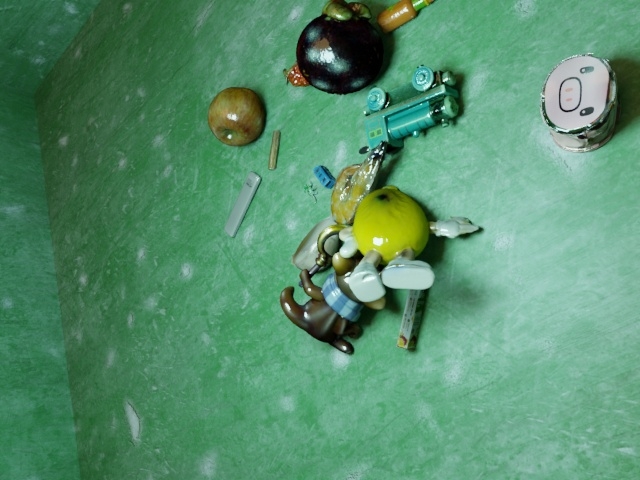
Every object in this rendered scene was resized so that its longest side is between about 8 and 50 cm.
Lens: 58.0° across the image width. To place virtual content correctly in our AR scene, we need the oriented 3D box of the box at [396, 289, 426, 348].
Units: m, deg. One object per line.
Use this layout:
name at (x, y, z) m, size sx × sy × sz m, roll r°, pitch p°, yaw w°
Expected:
box at (0.259, 0.202, 1.621) m, size 0.041 × 0.050 × 0.206 m, roll 13°, pitch 91°, yaw 40°

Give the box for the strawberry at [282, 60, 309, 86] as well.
strawberry at (-0.014, -0.607, 1.986) m, size 0.236 × 0.106 × 0.175 m, roll -28°, pitch 28°, yaw 33°

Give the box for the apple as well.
apple at (-0.311, -0.457, 2.139) m, size 0.211 × 0.211 × 0.187 m, roll -18°, pitch 44°, yaw 37°

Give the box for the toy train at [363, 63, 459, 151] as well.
toy train at (0.263, -0.381, 1.691) m, size 0.298 × 0.120 × 0.194 m, roll -16°, pitch 79°, yaw 38°

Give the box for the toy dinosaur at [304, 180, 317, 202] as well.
toy dinosaur at (-0.038, -0.164, 1.967) m, size 0.062 × 0.021 × 0.083 m, roll -6°, pitch 74°, yaw 47°

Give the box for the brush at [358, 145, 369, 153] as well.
brush at (0.155, -0.294, 1.832) m, size 0.083 × 0.008 × 0.024 m, roll -20°, pitch 68°, yaw 36°

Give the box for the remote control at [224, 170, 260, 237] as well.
remote control at (-0.293, -0.136, 2.180) m, size 0.067 × 0.029 × 0.260 m, roll 39°, pitch 109°, yaw 38°

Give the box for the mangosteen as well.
mangosteen at (0.062, -0.595, 1.787) m, size 0.288 × 0.288 × 0.287 m, roll -9°, pitch 76°, yaw 40°

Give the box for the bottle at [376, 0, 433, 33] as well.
bottle at (0.266, -0.711, 1.779) m, size 0.187 × 0.069 × 0.069 m, roll -19°, pitch 70°, yaw 35°

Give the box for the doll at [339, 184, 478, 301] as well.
doll at (0.208, -0.005, 1.549) m, size 0.348 × 0.423 × 0.161 m, roll 17°, pitch 134°, yaw 34°

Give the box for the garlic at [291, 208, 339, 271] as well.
garlic at (0.005, -0.001, 1.864) m, size 0.266 × 0.128 × 0.148 m, roll -49°, pitch 66°, yaw 10°

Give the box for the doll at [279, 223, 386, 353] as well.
doll at (0.053, 0.152, 1.722) m, size 0.318 × 0.209 × 0.339 m, roll 44°, pitch 123°, yaw 3°

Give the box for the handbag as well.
handbag at (0.615, -0.322, 1.369) m, size 0.179 × 0.116 × 0.204 m, roll -2°, pitch 79°, yaw 39°

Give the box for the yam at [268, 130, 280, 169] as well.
yam at (-0.169, -0.329, 2.104) m, size 0.032 × 0.032 × 0.145 m, roll 2°, pitch 82°, yaw 41°

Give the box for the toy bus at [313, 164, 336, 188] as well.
toy bus at (0.012, -0.213, 1.916) m, size 0.038 × 0.046 × 0.083 m, roll -49°, pitch 56°, yaw 23°

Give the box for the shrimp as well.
shrimp at (0.112, -0.186, 1.758) m, size 0.164 × 0.062 × 0.316 m, roll 53°, pitch 128°, yaw 35°
